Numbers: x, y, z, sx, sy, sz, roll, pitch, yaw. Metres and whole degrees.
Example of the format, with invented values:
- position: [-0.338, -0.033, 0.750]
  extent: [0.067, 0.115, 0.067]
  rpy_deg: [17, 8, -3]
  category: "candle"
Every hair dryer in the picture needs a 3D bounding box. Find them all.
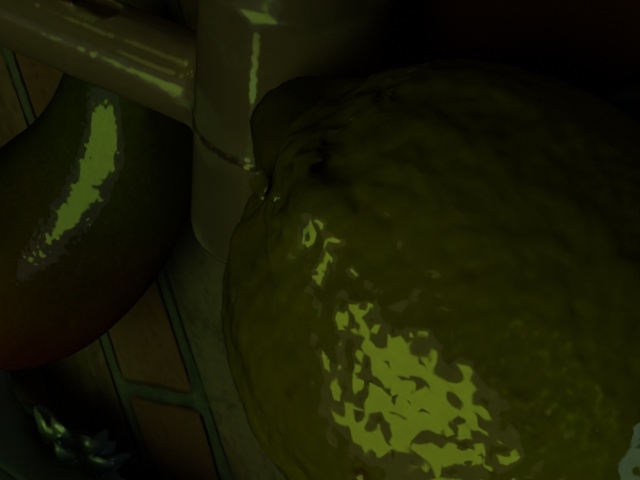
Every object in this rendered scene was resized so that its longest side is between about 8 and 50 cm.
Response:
- position: [-0.123, -0.123, 0.868]
  extent: [0.344, 0.107, 0.189]
  rpy_deg: [22, 133, 18]
  category: "hair dryer"

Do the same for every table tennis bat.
- position: [0.121, -0.168, 0.718]
  extent: [0.310, 0.038, 0.200]
  rpy_deg: [-18, 101, 50]
  category: "table tennis bat"

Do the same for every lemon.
- position: [0.083, 0.044, 0.728]
  extent: [0.320, 0.245, 0.245]
  rpy_deg: [44, 140, 4]
  category: "lemon"

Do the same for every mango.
- position: [-0.167, -0.017, 1.042]
  extent: [0.289, 0.129, 0.146]
  rpy_deg: [-42, 62, 43]
  category: "mango"

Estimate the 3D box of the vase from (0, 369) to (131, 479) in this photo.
- position: [-0.220, 0.264, 1.207]
  extent: [0.445, 0.250, 0.250]
  rpy_deg: [53, 141, 16]
  category: "vase"
